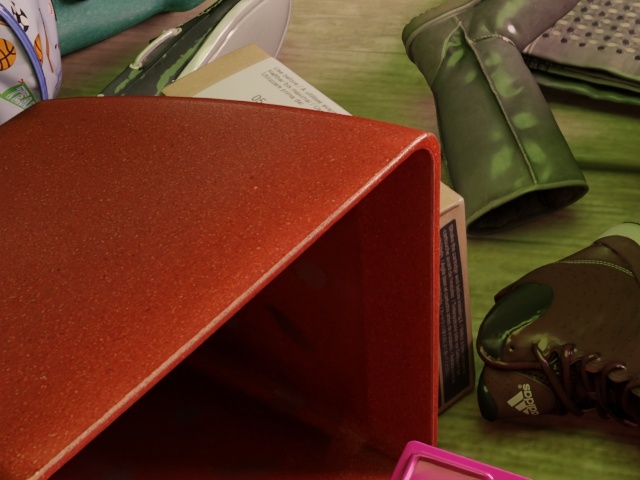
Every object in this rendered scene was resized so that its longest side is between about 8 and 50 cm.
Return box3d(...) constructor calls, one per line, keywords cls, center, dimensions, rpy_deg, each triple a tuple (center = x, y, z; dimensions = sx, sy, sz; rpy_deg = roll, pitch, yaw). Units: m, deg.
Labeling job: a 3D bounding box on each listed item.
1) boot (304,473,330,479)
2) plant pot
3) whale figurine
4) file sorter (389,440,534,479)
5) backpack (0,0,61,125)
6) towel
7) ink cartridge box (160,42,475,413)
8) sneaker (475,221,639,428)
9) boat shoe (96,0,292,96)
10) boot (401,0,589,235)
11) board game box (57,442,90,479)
box3d(cls="boot", center=(-0.092, 0.247, 0.665), dimensions=(0.236, 0.089, 0.269), rpy_deg=(19, 50, 16))
box3d(cls="plant pot", center=(-0.109, 0.072, 0.601), dimensions=(0.236, 0.267, 0.267), rpy_deg=(26, 50, 30))
box3d(cls="whale figurine", center=(-0.243, -0.240, 1.148), dimensions=(0.272, 0.141, 0.216), rpy_deg=(0, 11, -20))
box3d(cls="file sorter", center=(0.084, 0.284, 0.523), dimensions=(0.202, 0.182, 0.290), rpy_deg=(15, 51, 21))
box3d(cls="backpack", center=(-0.358, -0.146, 0.980), dimensions=(0.264, 0.276, 0.213), rpy_deg=(-6, 48, -5))
box3d(cls="towel", center=(0.307, -0.229, 1.096), dimensions=(0.312, 0.056, 0.324), rpy_deg=(20, 50, 22))
box3d(cls="ink cartridge box", center=(0.000, 0.000, 0.810), dimensions=(0.088, 0.193, 0.235), rpy_deg=(-32, 50, -20))
box3d(cls="sneaker", center=(0.192, 0.109, 0.748), dimensions=(0.163, 0.106, 0.281), rpy_deg=(-19, 35, -2))
box3d(cls="boat shoe", center=(-0.127, -0.144, 1.031), dimensions=(0.091, 0.114, 0.302), rpy_deg=(21, 52, 20))
box3d(cls="boot", center=(0.171, -0.124, 0.945), dimensions=(0.190, 0.076, 0.208), rpy_deg=(-29, 51, 14))
box3d(cls="board game box", center=(-0.228, 0.084, 0.819), dimensions=(0.208, 0.056, 0.346), rpy_deg=(-18, 46, 21))
